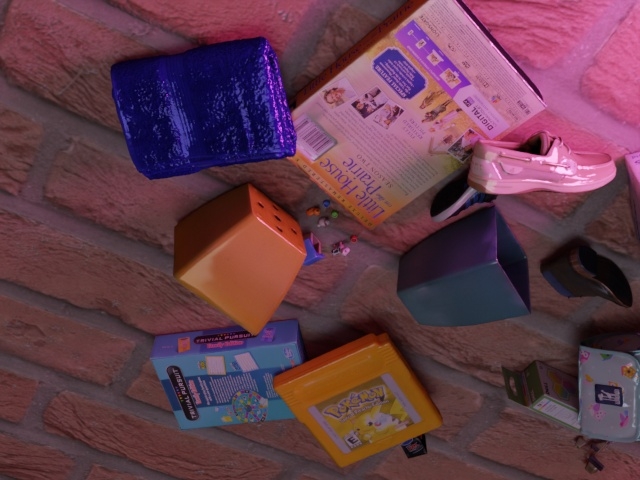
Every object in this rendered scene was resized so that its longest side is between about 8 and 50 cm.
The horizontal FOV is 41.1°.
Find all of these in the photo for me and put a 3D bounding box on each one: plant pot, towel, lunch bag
[{"bbox_3d":[-0.146,0.018,1.680,0.187,0.212,0.212,-43,117,15],"label":"plant pot"},{"bbox_3d":[0.283,0.073,1.735,0.234,0.165,0.165,-21,125,27],"label":"plant pot"},{"bbox_3d":[-0.211,-0.226,1.513,0.308,0.076,0.227,-8,116,16],"label":"towel"},{"bbox_3d":[0.698,0.320,1.882,0.262,0.160,0.223,-5,103,2],"label":"lunch bag"}]

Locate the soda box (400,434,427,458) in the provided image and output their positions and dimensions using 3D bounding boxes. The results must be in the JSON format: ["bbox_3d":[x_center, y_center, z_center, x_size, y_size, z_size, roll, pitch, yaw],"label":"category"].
[{"bbox_3d":[0.211,0.463,2.105,0.053,0.060,0.169,-19,125,15],"label":"soda box"}]

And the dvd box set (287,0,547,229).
[{"bbox_3d":[0.149,-0.230,1.554,0.420,0.062,0.308,-36,119,26],"label":"dvd box set"}]

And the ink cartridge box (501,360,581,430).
[{"bbox_3d":[0.527,0.349,1.975,0.209,0.109,0.062,25,125,-17],"label":"ink cartridge box"}]

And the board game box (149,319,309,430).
[{"bbox_3d":[-0.194,0.316,1.987,0.336,0.079,0.253,-7,128,7],"label":"board game box"}]

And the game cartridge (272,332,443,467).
[{"bbox_3d":[0.090,0.370,1.955,0.285,0.052,0.323,-26,126,12],"label":"game cartridge"}]

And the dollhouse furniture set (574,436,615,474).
[{"bbox_3d":[0.702,0.538,2.186,0.081,0.091,0.114,-40,155,-17],"label":"dollhouse furniture set"}]

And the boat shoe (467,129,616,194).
[{"bbox_3d":[0.413,-0.147,1.560,0.302,0.109,0.098,-4,114,-17],"label":"boat shoe"}]

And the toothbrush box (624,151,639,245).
[{"bbox_3d":[0.669,-0.012,1.565,0.126,0.295,0.216,-15,128,12],"label":"toothbrush box"}]

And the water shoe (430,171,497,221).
[{"bbox_3d":[0.302,-0.090,1.654,0.080,0.073,0.203,34,123,-25],"label":"water shoe"}]

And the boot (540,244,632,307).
[{"bbox_3d":[0.564,0.085,1.803,0.219,0.082,0.106,36,143,-29],"label":"boot"}]

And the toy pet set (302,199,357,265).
[{"bbox_3d":[0.000,0.000,1.738,0.114,0.065,0.122,-27,123,21],"label":"toy pet set"}]
